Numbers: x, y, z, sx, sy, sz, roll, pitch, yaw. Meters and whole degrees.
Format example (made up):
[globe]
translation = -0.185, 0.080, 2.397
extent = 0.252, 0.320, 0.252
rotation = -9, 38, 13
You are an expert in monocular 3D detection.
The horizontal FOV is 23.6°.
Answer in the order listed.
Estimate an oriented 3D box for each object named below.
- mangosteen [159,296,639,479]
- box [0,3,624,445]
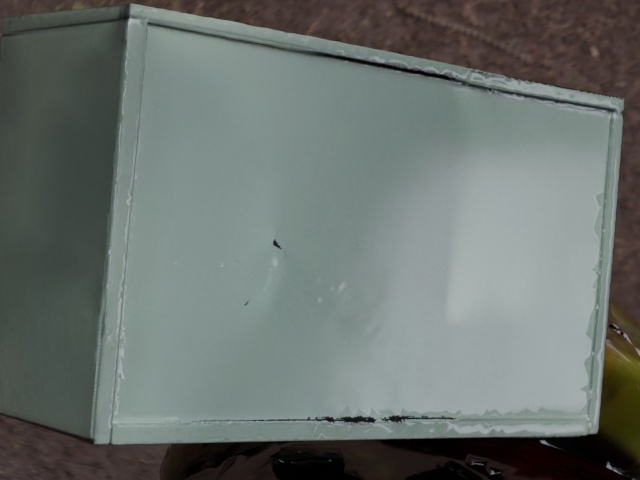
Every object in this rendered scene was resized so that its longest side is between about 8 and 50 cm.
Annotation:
[mangosteen]
translation = 0.058, 0.237, 0.708
extent = 0.381, 0.381, 0.421
rotation = 39, 51, -12
[box]
translation = 0.000, 0.000, 0.540
extent = 0.225, 0.086, 0.130
rotation = 5, 90, -39
